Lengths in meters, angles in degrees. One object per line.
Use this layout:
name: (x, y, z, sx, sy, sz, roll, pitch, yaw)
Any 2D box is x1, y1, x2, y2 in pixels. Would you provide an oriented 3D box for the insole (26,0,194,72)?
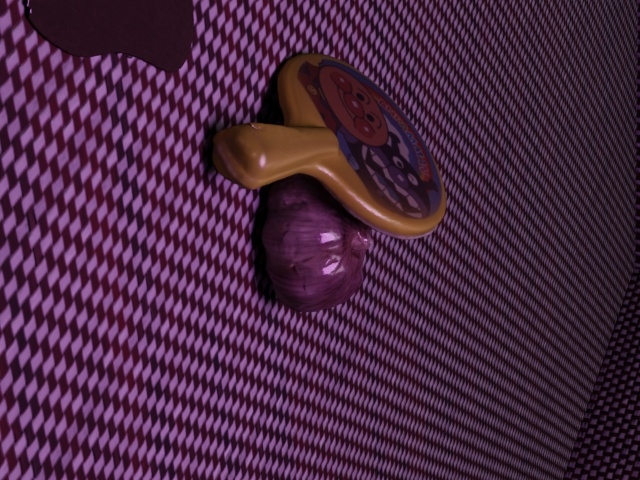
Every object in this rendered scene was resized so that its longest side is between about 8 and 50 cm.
insole: (-0.161, -0.192, 1.533, 0.328, 0.007, 0.111, 11, 87, -72)

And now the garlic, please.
garlic: (0.000, 0.000, 1.946, 0.159, 0.102, 0.147, 77, 28, -45)

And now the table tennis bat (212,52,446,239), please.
table tennis bat: (0.011, -0.094, 1.896, 0.369, 0.054, 0.224, -8, 64, -58)
